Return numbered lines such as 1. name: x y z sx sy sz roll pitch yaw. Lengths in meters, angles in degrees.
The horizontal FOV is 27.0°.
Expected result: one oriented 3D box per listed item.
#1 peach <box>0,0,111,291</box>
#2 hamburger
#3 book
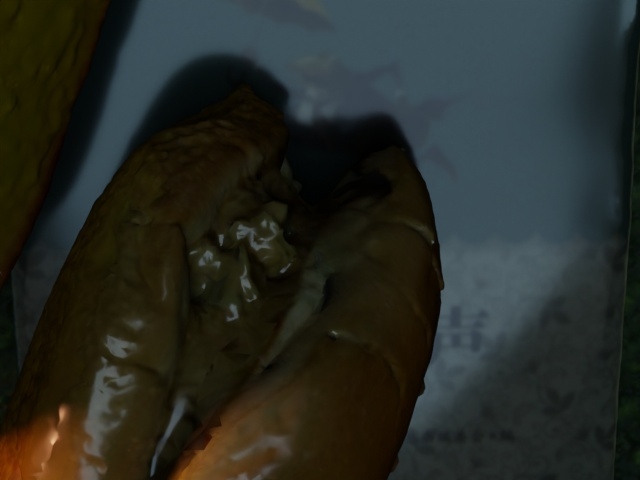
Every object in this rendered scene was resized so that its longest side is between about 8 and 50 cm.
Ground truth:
1. peach: -0.244 -0.077 0.427 0.380 0.242 0.306 -3 86 13
2. hamburger: -0.051 0.091 0.490 0.144 0.156 0.283 24 103 -8
3. book: 0.000 0.000 0.561 0.264 0.031 0.379 -1 106 -1
